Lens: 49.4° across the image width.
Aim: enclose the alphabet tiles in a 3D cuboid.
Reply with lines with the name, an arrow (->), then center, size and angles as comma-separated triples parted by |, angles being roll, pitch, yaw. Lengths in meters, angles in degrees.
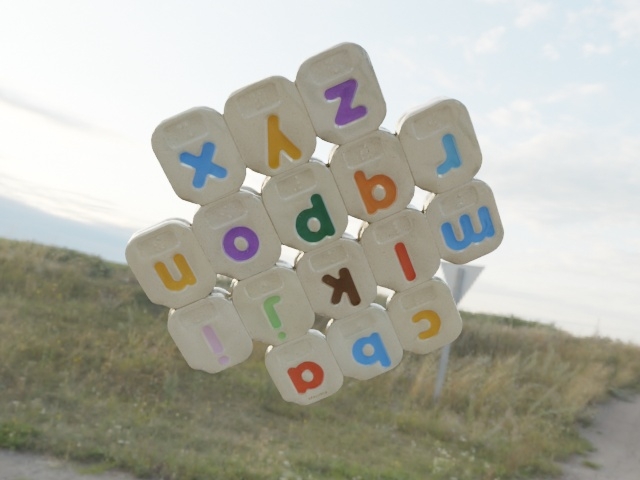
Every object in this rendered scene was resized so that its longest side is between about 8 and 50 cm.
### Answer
alphabet tiles -> 0.000, 0.000, 0.555 | 0.284, 0.278, 0.021 | -24, 26, 1
